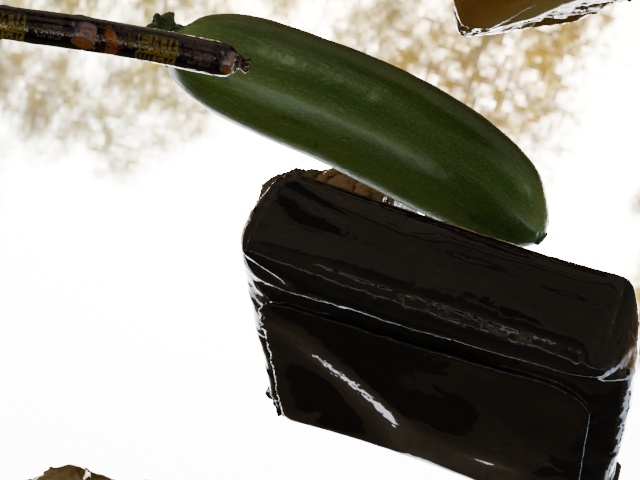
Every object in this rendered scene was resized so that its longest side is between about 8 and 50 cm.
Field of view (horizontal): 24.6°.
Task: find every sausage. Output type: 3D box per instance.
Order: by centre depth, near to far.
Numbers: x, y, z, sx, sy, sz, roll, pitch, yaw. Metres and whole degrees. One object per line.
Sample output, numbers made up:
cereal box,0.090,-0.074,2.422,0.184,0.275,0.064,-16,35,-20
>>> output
sausage,-0.144,-0.137,1.011,0.198,0.028,0.025,9,177,-13

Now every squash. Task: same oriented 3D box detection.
squash,0.025,-0.109,1.265,0.395,0.107,0.107,26,-157,10

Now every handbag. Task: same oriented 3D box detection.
handbag,0.075,0.070,0.910,0.247,0.223,0.080,18,-121,17

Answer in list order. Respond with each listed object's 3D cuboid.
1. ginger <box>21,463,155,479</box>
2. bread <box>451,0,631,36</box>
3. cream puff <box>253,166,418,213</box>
ginger,-0.084,0.243,0.960,0.375,0.236,0.166,28,-151,-55
bread,0.152,-0.313,1.161,0.167,0.294,0.132,-13,172,24
cream puff,0.000,0.000,1.525,0.169,0.183,0.183,11,-162,20
